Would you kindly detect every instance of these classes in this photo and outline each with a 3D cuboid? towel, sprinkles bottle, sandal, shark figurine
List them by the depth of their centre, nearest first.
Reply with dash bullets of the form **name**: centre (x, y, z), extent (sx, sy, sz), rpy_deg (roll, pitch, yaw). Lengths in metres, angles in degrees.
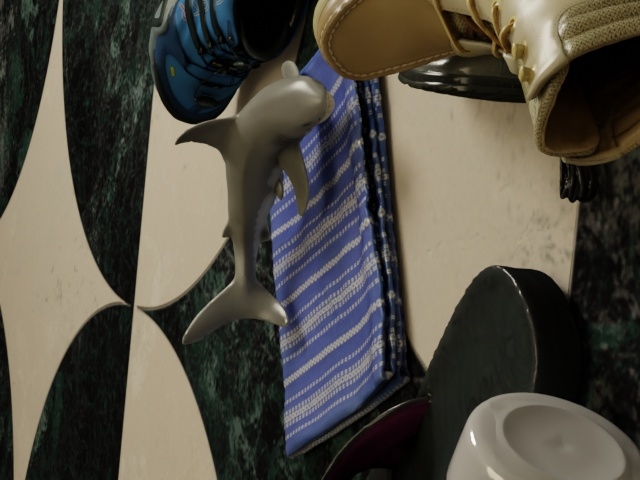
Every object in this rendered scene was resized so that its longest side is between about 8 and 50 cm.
- **sprinkles bottle**: centre (0.101, 0.272, 1.143), extent (0.121, 0.121, 0.355), rpy_deg (-118, 39, -52)
- **sandal**: centre (0.054, 0.196, 1.287), extent (0.167, 0.107, 0.445), rpy_deg (-113, 35, -48)
- **towel**: centre (0.000, 0.000, 1.539), extent (0.243, 0.040, 0.336), rpy_deg (136, 133, -59)
- **shark figurine**: centre (-0.076, -0.055, 1.555), extent (0.166, 0.116, 0.278), rpy_deg (-113, 33, -50)

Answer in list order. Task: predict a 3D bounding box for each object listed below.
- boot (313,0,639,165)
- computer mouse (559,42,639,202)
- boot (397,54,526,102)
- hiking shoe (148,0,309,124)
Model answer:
- **boot**: centre (0.112, -0.121, 1.046), extent (0.262, 0.095, 0.203), rpy_deg (-21, 42, 20)
- **computer mouse**: centre (0.192, -0.097, 1.095), extent (0.193, 0.042, 0.106), rpy_deg (142, 129, -61)
- **boot**: centre (0.103, -0.190, 1.238), extent (0.246, 0.083, 0.161), rpy_deg (-121, 39, -72)
- **hiking shoe**: centre (-0.089, -0.208, 1.689), extent (0.304, 0.113, 0.132), rpy_deg (118, 148, -43)
